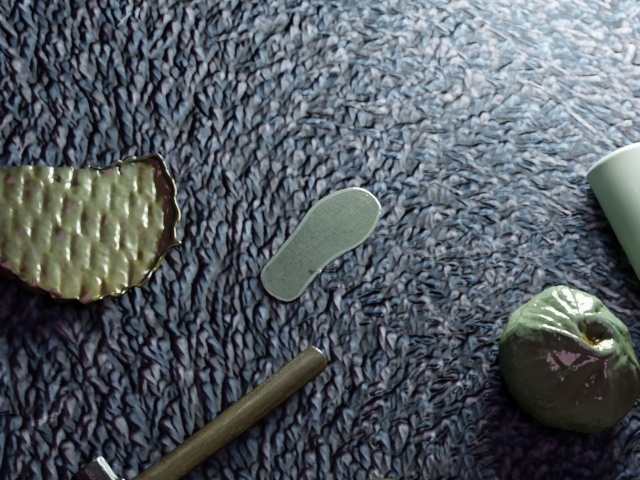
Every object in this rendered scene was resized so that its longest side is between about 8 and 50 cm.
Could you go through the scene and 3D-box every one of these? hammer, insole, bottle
[{"bbox_3d":[-0.121,0.219,1.850,0.111,0.043,0.365,50,50,7],"label":"hammer"},{"bbox_3d":[0.000,0.000,2.058,0.080,0.003,0.232,46,52,2],"label":"insole"},{"bbox_3d":[0.466,-0.009,2.254,0.104,0.104,0.245,-14,71,-34],"label":"bottle"}]

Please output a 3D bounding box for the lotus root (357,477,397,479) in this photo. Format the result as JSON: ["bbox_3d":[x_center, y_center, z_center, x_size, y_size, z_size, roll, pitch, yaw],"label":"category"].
[{"bbox_3d":[0.034,0.382,1.763,0.152,0.160,0.274,36,52,-19],"label":"lotus root"}]

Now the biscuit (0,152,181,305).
[{"bbox_3d":[-0.283,-0.009,1.889,0.274,0.036,0.187,-4,65,-31],"label":"biscuit"}]

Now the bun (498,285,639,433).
[{"bbox_3d":[0.329,0.152,2.081,0.195,0.118,0.195,15,57,-25],"label":"bun"}]
